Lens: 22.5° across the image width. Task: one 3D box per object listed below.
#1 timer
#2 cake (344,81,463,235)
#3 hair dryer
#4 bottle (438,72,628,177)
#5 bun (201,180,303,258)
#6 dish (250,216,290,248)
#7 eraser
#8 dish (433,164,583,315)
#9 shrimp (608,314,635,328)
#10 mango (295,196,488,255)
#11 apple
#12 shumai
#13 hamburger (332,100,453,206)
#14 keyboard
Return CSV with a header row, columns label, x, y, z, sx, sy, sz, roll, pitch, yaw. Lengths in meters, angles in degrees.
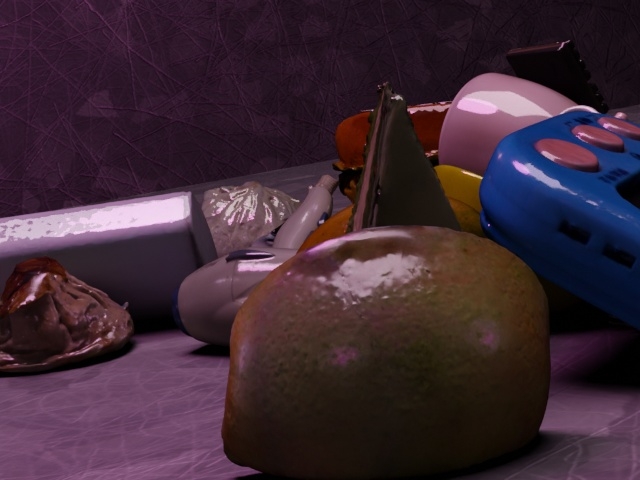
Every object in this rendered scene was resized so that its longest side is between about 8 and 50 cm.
label,x,y,z,sx,sy,sz,roll,pitch,yaw
timer,0.314,-0.008,1.484,0.309,0.115,0.340,29,22,19
cake,0.108,0.007,1.455,0.172,0.283,0.158,7,6,-10
hair dryer,0.014,0.013,1.778,0.296,0.119,0.298,3,39,46
bottle,0.261,-0.090,1.752,0.236,0.147,0.147,19,23,34
bun,-0.114,-0.023,2.375,0.204,0.126,0.212,-12,8,-38
dish,-0.027,-0.003,2.189,0.141,0.078,0.141,7,10,-1
eraser,-0.278,0.035,1.990,0.290,0.104,0.189,-8,-34,3
dish,0.179,0.016,1.716,0.221,0.108,0.262,31,-6,-18
shrimp,0.334,0.073,1.597,0.092,0.029,0.038,-15,17,-7
mango,0.064,0.030,1.589,0.221,0.151,0.120,-40,6,13
apple,0.051,0.090,1.219,0.265,0.193,0.120,-6,18,-3
shumai,-0.323,0.081,1.872,0.201,0.120,0.201,-10,11,2
hamburger,0.149,-0.057,1.987,0.291,0.225,0.291,-5,2,0
keyboard,0.324,-0.095,1.841,0.027,0.317,0.106,-44,25,-25
